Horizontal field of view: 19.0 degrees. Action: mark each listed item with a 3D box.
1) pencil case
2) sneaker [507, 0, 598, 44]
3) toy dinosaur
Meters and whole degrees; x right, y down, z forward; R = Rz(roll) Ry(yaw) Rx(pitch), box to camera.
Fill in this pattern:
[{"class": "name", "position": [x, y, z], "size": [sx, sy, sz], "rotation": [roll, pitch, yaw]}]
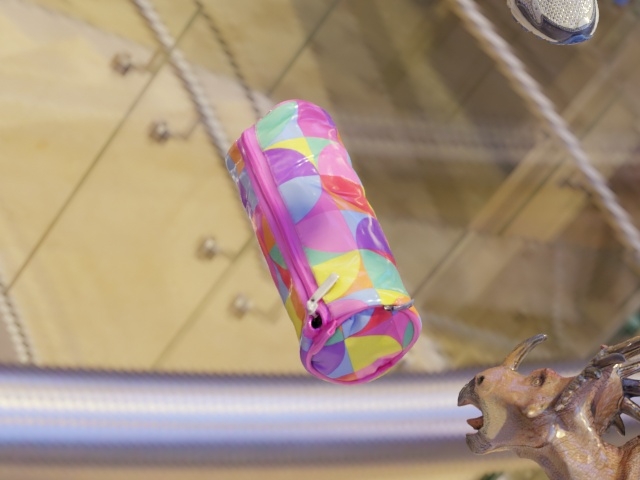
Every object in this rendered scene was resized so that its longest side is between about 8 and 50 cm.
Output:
[{"class": "pencil case", "position": [0.000, 0.000, 1.481], "size": [0.104, 0.104, 0.236], "rotation": [13, 39, -37]}, {"class": "sneaker", "position": [0.132, -0.179, 1.142], "size": [0.052, 0.058, 0.135], "rotation": [-13, 63, -6]}, {"class": "toy dinosaur", "position": [0.251, 0.154, 1.245], "size": [0.296, 0.127, 0.200], "rotation": [11, 55, -17]}]
